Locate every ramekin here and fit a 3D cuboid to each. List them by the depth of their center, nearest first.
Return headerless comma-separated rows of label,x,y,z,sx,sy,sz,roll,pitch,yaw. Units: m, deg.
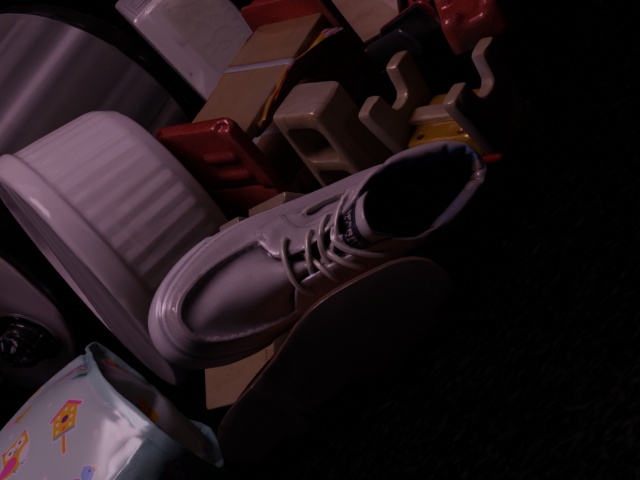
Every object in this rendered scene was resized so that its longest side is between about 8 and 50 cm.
ramekin,-0.180,-0.003,1.216,0.127,0.273,0.273,-42,16,-15

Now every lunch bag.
lunch bag,-0.180,0.208,0.945,0.223,0.160,0.262,-50,12,-6

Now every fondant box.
fondant box,-0.116,-0.209,1.495,0.096,0.238,0.330,-44,18,1

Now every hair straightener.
hair straightener,0.047,-0.187,1.380,0.089,0.047,0.230,-56,19,-21

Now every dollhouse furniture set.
dollhouse furniture set,-0.010,0.056,1.057,0.144,0.123,0.151,-23,67,55
dollhouse furniture set,0.050,-0.120,1.148,0.374,0.152,0.201,-2,47,44

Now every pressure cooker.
pressure cooker,-0.361,-0.025,1.502,0.375,0.370,0.420,-18,36,46

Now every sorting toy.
sorting toy,0.060,-0.282,1.457,0.274,0.046,0.132,-23,67,48

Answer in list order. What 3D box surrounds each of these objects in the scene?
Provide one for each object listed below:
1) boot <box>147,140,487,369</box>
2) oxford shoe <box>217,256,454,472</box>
boot,0.000,0.000,0.913,0.258,0.095,0.123,-32,-1,-25
oxford shoe,0.010,0.075,0.908,0.212,0.076,0.076,-41,9,24
